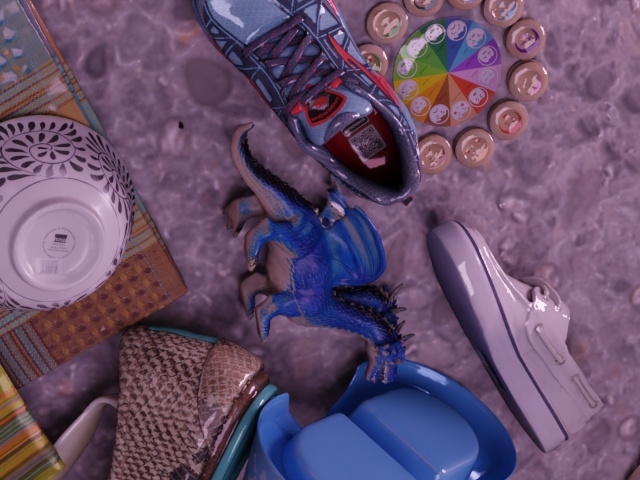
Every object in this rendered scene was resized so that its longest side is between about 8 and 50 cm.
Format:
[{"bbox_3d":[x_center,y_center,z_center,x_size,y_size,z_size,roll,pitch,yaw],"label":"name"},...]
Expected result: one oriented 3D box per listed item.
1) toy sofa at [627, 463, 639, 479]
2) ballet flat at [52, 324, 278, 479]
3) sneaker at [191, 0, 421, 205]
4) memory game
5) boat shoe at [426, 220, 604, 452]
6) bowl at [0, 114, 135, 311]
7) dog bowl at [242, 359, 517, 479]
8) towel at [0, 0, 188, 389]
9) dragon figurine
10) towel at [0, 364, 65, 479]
[{"bbox_3d":[0.452,0.150,1.790,0.150,0.177,0.362,2,118,-43],"label":"toy sofa"},{"bbox_3d":[-0.188,0.294,1.666,0.182,0.164,0.482,21,102,10],"label":"ballet flat"},{"bbox_3d":[0.001,-0.131,1.539,0.104,0.125,0.262,-42,112,8],"label":"sneaker"},{"bbox_3d":[0.109,-0.142,1.636,0.186,0.012,0.186,-6,113,-14],"label":"memory game"},{"bbox_3d":[0.181,0.075,1.704,0.088,0.096,0.267,-33,118,-5],"label":"boat shoe"},{"bbox_3d":[-0.217,-0.008,1.511,0.170,0.080,0.170,-8,113,-21],"label":"bowl"},{"bbox_3d":[0.046,0.196,1.637,0.297,0.166,0.074,-16,141,-55],"label":"dog bowl"},{"bbox_3d":[-0.301,-0.040,1.548,0.271,0.040,0.370,-29,119,-2],"label":"towel"},{"bbox_3d":[0.000,0.000,1.622,0.144,0.085,0.289,-16,120,-11],"label":"dragon figurine"},{"bbox_3d":[-0.302,0.120,1.547,0.102,0.021,0.237,-41,114,-30],"label":"towel"}]
